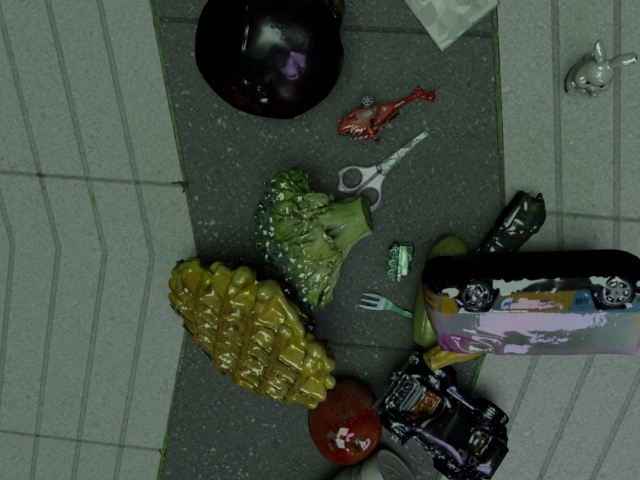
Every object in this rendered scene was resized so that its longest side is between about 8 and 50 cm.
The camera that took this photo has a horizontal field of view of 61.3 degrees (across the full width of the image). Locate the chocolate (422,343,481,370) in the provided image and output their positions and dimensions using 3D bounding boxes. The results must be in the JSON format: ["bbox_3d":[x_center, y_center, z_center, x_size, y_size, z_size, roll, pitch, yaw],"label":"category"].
[{"bbox_3d":[0.306,0.198,1.094,0.219,0.085,0.086,-21,103,-17],"label":"chocolate"}]

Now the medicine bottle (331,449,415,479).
[{"bbox_3d":[0.073,0.617,1.222,0.170,0.170,0.293,44,106,-6],"label":"medicine bottle"}]

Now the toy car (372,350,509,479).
[{"bbox_3d":[0.260,0.383,1.137,0.301,0.118,0.193,40,78,-8],"label":"toy car"}]

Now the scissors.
[{"bbox_3d":[0.132,-0.149,1.096,0.212,0.021,0.110,-39,99,16],"label":"scissors"}]

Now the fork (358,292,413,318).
[{"bbox_3d":[0.198,0.163,1.171,0.235,0.021,0.039,19,110,0],"label":"fork"}]

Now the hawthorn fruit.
[{"bbox_3d":[0.053,0.395,1.169,0.172,0.173,0.173,2,105,6],"label":"hawthorn fruit"}]

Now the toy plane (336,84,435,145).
[{"bbox_3d":[0.121,-0.251,1.034,0.194,0.126,0.077,-35,70,15],"label":"toy plane"}]

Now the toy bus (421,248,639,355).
[{"bbox_3d":[0.377,0.117,0.979,0.386,0.171,0.162,-2,106,7],"label":"toy bus"}]

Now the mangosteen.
[{"bbox_3d":[-0.088,-0.366,0.960,0.233,0.287,0.288,-2,108,-34],"label":"mangosteen"}]

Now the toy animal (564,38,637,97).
[{"bbox_3d":[0.492,-0.298,0.965,0.071,0.124,0.085,25,104,4],"label":"toy animal"}]

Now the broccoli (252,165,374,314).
[{"bbox_3d":[0.000,0.000,1.055,0.245,0.288,0.248,-21,64,3],"label":"broccoli"}]

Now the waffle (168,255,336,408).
[{"bbox_3d":[-0.148,0.194,1.091,0.382,0.095,0.380,-6,123,45],"label":"waffle"}]

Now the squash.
[{"bbox_3d":[0.242,0.110,1.110,0.083,0.083,0.250,13,100,3],"label":"squash"}]

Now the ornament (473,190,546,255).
[{"bbox_3d":[0.448,0.032,1.080,0.236,0.080,0.202,32,108,0],"label":"ornament"}]

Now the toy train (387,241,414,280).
[{"bbox_3d":[0.167,0.045,1.136,0.053,0.033,0.083,2,105,2],"label":"toy train"}]

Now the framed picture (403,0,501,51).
[{"bbox_3d":[0.221,-0.478,1.007,0.136,0.010,0.201,-38,98,14],"label":"framed picture"}]

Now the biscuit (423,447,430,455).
[{"bbox_3d":[0.294,0.435,1.224,0.184,0.027,0.134,20,98,-2],"label":"biscuit"}]
